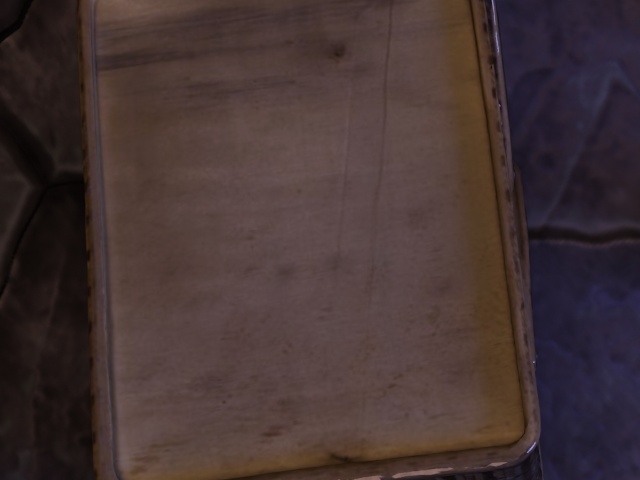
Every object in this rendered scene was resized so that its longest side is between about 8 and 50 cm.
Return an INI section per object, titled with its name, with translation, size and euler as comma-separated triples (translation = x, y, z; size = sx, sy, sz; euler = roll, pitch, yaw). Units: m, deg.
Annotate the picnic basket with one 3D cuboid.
[picnic basket]
translation = 0.000, 0.000, 0.905
size = 0.228, 0.175, 0.313
euler = -7, 70, 6
